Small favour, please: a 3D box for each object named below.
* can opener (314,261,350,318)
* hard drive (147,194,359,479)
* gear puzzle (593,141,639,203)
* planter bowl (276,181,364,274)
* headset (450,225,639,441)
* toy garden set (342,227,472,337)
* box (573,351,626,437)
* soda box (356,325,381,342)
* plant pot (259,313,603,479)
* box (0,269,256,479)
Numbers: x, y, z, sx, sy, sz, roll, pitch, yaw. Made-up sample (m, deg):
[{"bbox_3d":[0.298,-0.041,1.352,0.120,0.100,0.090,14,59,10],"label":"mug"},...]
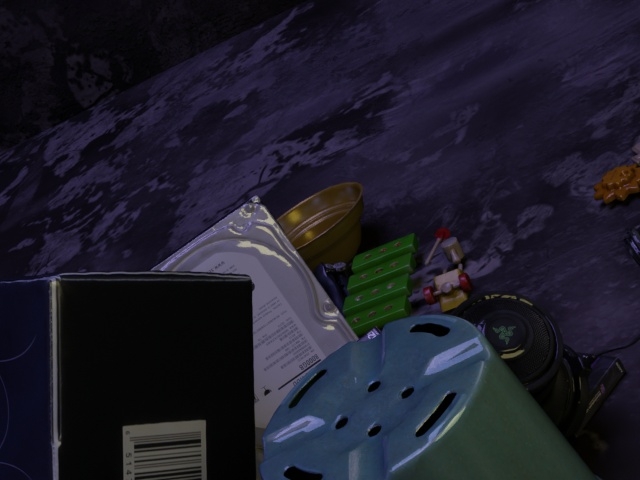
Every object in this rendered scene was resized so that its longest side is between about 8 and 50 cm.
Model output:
[{"bbox_3d":[0.033,0.086,2.256,0.059,0.073,0.186,1,20,-19],"label":"can opener"},{"bbox_3d":[-0.085,0.140,1.937,0.237,0.339,0.064,-35,4,-5],"label":"hard drive"},{"bbox_3d":[0.534,-0.162,2.078,0.339,0.044,0.175,-34,24,1],"label":"gear puzzle"},{"bbox_3d":[0.000,0.000,2.389,0.217,0.090,0.217,-29,19,11],"label":"planter bowl"},{"bbox_3d":[0.220,0.127,1.628,0.394,0.243,0.185,-24,57,13],"label":"headset"},{"bbox_3d":[0.139,0.064,2.156,0.204,0.049,0.244,-22,22,18],"label":"toy garden set"},{"bbox_3d":[0.283,0.184,1.766,0.162,0.029,0.116,4,44,51],"label":"box"},{"bbox_3d":[0.105,0.191,1.853,0.060,0.053,0.169,-39,55,-10],"label":"soda box"},{"bbox_3d":[0.130,0.275,1.417,0.341,0.334,0.341,-27,25,14],"label":"plant pot"},{"bbox_3d":[-0.330,0.284,1.742,0.297,0.479,0.472,2,-4,-43],"label":"box"}]
